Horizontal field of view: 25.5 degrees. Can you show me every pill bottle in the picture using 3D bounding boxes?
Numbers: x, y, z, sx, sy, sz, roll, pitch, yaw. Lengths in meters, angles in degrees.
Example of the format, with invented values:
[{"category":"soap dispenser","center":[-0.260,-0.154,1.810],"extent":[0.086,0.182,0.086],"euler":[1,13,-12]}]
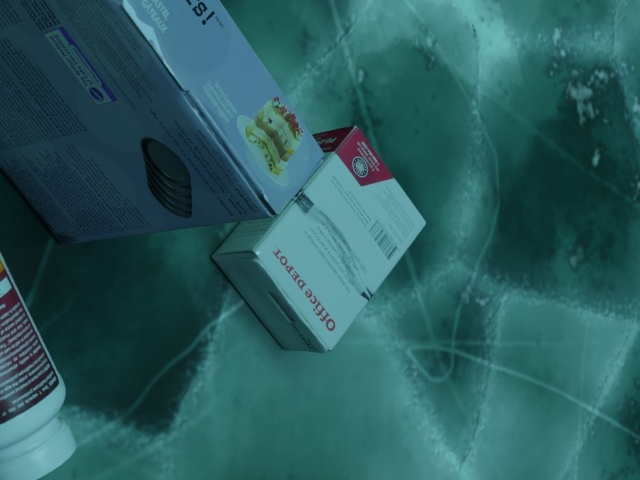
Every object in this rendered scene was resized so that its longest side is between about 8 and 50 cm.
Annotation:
[{"category":"pill bottle","center":[-0.219,0.082,0.921],"extent":[0.086,0.086,0.152],"euler":[-34,108,-36]}]

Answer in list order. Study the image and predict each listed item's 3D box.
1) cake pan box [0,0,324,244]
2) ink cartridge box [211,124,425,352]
[{"category":"cake pan box","center":[-0.159,-0.119,0.883],"extent":[0.267,0.245,0.070],"euler":[54,53,-22]},{"category":"ink cartridge box","center":[0.000,0.000,1.125],"extent":[0.150,0.063,0.109],"euler":[-51,118,-30]}]
